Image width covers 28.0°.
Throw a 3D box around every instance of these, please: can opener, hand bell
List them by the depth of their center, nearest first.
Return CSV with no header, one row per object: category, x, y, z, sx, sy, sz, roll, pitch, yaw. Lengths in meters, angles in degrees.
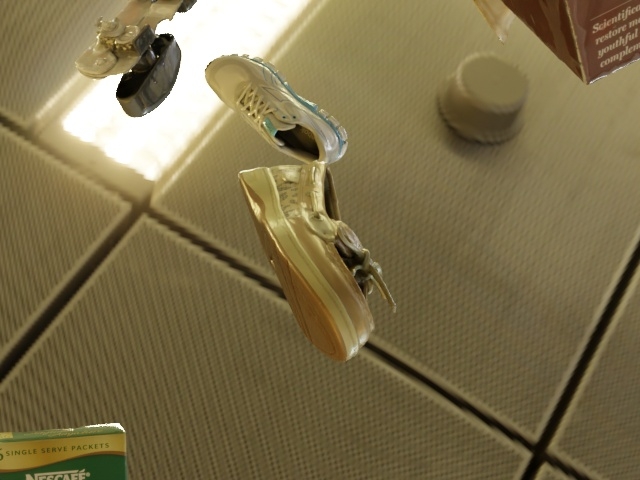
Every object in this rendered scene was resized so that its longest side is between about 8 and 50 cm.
can opener,-0.148,-0.245,1.294,0.074,0.093,0.280,10,-124,33
hand bell,0.313,-0.385,1.732,0.242,0.126,0.126,-34,-114,13

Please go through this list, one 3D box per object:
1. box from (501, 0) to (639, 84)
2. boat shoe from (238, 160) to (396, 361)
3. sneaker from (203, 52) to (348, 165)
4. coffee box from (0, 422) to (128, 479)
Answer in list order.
box,0.193,-0.251,0.886,0.168,0.167,0.203,-26,-139,-2
boat shoe,0.000,0.000,1.098,0.089,0.104,0.285,-20,-147,-6
sneaker,-0.056,-0.149,1.478,0.191,0.071,0.083,34,-156,1
coffee box,-0.197,0.232,0.946,0.113,0.040,0.184,-1,-88,-16
